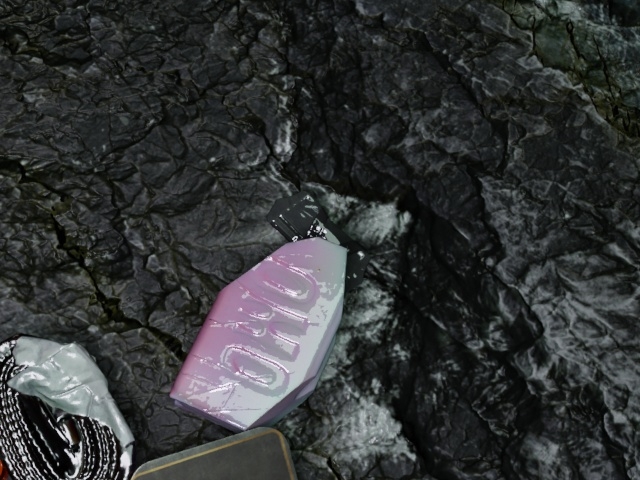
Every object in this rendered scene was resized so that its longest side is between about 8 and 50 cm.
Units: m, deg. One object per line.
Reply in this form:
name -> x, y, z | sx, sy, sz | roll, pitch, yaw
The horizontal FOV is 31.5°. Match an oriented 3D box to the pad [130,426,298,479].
pad -> -0.146, 0.482, 1.611 | 0.315, 0.063, 0.375 | -16, 93, -16

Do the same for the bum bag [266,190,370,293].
bum bag -> 0.000, 0.000, 1.874 | 0.087, 0.049, 0.197 | -45, 84, 4

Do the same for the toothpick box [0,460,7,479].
toothpick box -> -0.482, 0.336, 1.644 | 0.047, 0.083, 0.047 | 3, 72, -9

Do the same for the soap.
soap -> -0.076, 0.142, 1.755 | 0.193, 0.109, 0.323 | 24, 72, 6

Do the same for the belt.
belt -> -0.382, 0.267, 1.643 | 0.184, 0.164, 0.289 | -27, 84, -15
